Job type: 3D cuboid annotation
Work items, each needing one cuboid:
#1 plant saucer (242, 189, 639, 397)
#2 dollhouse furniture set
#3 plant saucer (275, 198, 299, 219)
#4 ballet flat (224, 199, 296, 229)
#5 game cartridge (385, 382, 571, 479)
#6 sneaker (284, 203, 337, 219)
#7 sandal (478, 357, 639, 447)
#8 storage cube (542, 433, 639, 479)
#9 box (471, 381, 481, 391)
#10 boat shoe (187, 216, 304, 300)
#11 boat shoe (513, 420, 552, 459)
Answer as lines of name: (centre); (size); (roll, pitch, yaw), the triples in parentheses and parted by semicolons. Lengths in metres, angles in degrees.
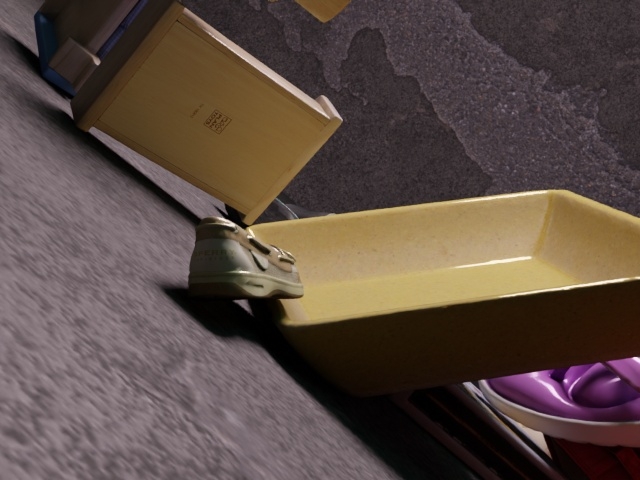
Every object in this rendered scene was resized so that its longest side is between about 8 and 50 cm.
plant saucer: (0.111, 0.038, 0.795); (0.333, 0.333, 0.081); (-130, -146, -75)
dollhouse furniture set: (-0.107, -0.222, 0.936); (0.198, 0.286, 0.303); (31, 20, -37)
plant saucer: (-0.047, -0.008, 1.152); (0.119, 0.021, 0.119); (41, -19, 18)
ballet flat: (-0.062, -0.017, 1.070); (0.173, 0.057, 0.049); (-128, -157, -53)
game cartridge: (0.132, 0.164, 0.954); (0.297, 0.062, 0.198); (41, 7, -17)
sneaker: (0.024, 0.015, 1.499); (0.118, 0.083, 0.222); (24, -20, 42)
sandal: (0.344, 0.112, 0.873); (0.416, 0.169, 0.102); (3, -60, 32)
storage cube: (0.368, 0.244, 0.964); (0.183, 0.193, 0.215); (50, -12, 55)
box: (0.220, 0.213, 1.408); (0.183, 0.056, 0.231); (41, 3, -33)
boat shoe: (-0.046, 0.014, 0.613); (0.056, 0.048, 0.153); (-3, -4, 15)
boat shoe: (0.278, 0.188, 1.211); (0.121, 0.110, 0.341); (46, 17, -19)
